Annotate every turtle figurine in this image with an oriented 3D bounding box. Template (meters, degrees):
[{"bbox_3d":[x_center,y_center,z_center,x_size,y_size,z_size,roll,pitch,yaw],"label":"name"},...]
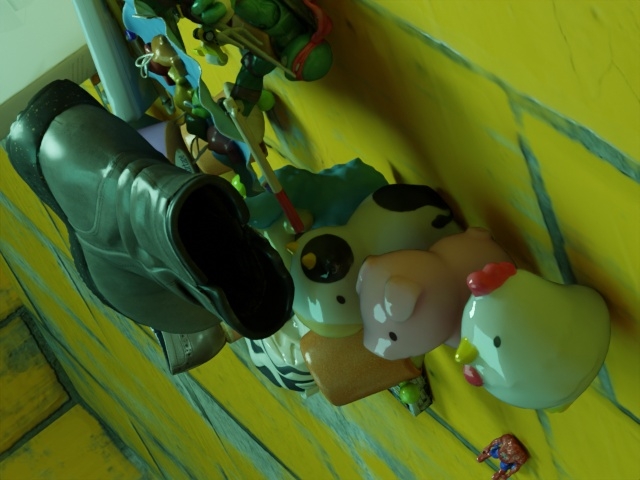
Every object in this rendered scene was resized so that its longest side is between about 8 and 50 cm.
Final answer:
[{"bbox_3d":[-0.068,-0.167,1.561,0.234,0.118,0.175,40,154,32],"label":"turtle figurine"}]

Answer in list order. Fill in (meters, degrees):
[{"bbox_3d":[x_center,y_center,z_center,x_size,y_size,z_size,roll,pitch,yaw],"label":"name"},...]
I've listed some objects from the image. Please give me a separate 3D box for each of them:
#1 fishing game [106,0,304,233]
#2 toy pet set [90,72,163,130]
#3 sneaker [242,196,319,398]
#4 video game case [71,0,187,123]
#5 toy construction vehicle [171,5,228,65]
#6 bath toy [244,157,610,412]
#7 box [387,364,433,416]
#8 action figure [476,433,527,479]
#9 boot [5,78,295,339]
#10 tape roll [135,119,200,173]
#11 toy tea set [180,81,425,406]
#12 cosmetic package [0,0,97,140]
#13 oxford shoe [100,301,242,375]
[{"bbox_3d":[-0.106,-0.107,1.511,0.264,0.041,0.189,45,167,49],"label":"fishing game"},{"bbox_3d":[-0.210,-0.142,2.225,0.114,0.065,0.122,-90,-17,-50],"label":"toy pet set"},{"bbox_3d":[-0.057,0.069,2.093,0.235,0.094,0.153,51,163,25],"label":"sneaker"},{"bbox_3d":[-0.174,-0.223,1.665,0.193,0.023,0.212,-65,-42,-68],"label":"video game case"},{"bbox_3d":[-0.114,-0.208,1.788,0.086,0.035,0.098,13,137,58],"label":"toy construction vehicle"},{"bbox_3d":[0.074,0.031,1.516,0.129,0.151,0.348,44,171,-36],"label":"bath toy"},{"bbox_3d":[0.057,0.108,2.007,0.137,0.027,0.094,43,164,32],"label":"box"},{"bbox_3d":[0.175,0.208,1.881,0.038,0.030,0.115,55,164,9],"label":"action figure"},{"bbox_3d":[-0.105,0.023,1.585,0.223,0.118,0.338,32,171,34],"label":"boot"},{"bbox_3d":[-0.172,-0.030,2.122,0.189,0.080,0.189,-16,-90,-82],"label":"tape roll"},{"bbox_3d":[0.000,0.000,1.823,0.336,0.124,0.200,57,-171,-22],"label":"toy tea set"},{"bbox_3d":[-0.364,-0.238,2.096,0.224,0.224,0.138,52,166,5],"label":"cosmetic package"},{"bbox_3d":[-0.246,0.006,2.492,0.364,0.133,0.130,51,166,8],"label":"oxford shoe"}]
